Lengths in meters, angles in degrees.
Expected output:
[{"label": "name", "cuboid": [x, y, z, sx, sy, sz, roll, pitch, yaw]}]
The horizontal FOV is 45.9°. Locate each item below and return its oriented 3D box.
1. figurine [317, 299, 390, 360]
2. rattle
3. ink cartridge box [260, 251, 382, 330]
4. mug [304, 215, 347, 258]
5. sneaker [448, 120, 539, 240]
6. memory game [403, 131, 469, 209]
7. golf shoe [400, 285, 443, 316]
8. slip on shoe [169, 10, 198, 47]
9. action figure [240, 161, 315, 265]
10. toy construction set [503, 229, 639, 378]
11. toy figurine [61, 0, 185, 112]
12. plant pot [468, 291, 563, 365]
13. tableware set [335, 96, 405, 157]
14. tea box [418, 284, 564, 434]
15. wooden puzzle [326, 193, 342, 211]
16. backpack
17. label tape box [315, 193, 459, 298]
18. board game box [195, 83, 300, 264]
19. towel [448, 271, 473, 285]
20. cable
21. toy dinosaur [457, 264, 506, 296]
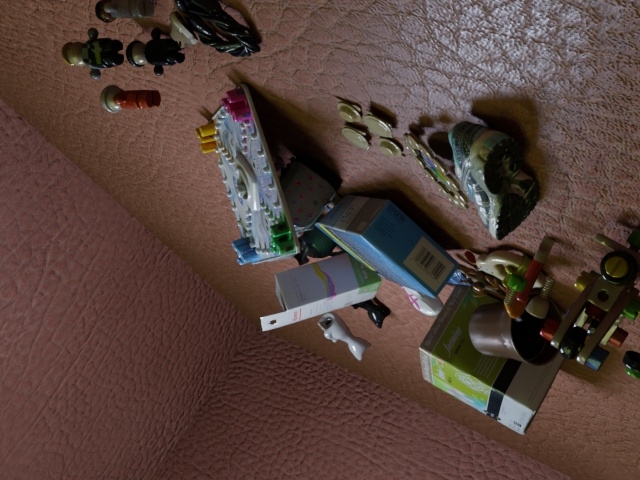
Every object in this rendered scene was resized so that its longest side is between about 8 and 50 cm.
[{"label": "figurine", "cuboid": [0.121, 0.272, 2.529, 0.209, 0.215, 0.092, 41, 165, -30]}, {"label": "rattle", "cuboid": [0.381, 0.096, 1.659, 0.200, 0.142, 0.130, 7, 169, 45]}, {"label": "ink cartridge box", "cuboid": [-0.017, 0.142, 2.175, 0.207, 0.353, 0.119, 100, 153, -72]}, {"label": "mug", "cuboid": [-0.007, -0.006, 2.161, 0.158, 0.097, 0.129, 16, 157, 48]}, {"label": "sneaker", "cuboid": [0.297, -0.111, 1.318, 0.122, 0.110, 0.283, 44, 171, 37]}, {"label": "memory game", "cuboid": [0.214, -0.128, 1.407, 0.186, 0.012, 0.186, 51, -179, -1]}, {"label": "golf shoe", "cuboid": [0.260, 0.133, 2.032, 0.186, 0.067, 0.086, 48, 176, 42]}, {"label": "slip on shoe", "cuboid": [-0.282, -0.418, 1.510, 0.051, 0.041, 0.135, 60, -176, -1]}, {"label": "action figure", "cuboid": [-0.163, -0.071, 2.039, 0.341, 0.178, 0.330, 50, 147, 10]}, {"label": "toy construction set", "cuboid": [0.494, 0.072, 1.358, 0.257, 0.237, 0.309, 9, -160, -36]}, {"label": "toy figurine", "cuboid": [-0.415, -0.395, 1.597, 0.148, 0.213, 0.209, 6, 153, 30]}, {"label": "plant pot", "cuboid": [0.446, 0.205, 1.758, 0.167, 0.167, 0.165, 39, 157, -20]}, {"label": "tableware set", "cuboid": [0.094, -0.217, 1.492, 0.141, 0.020, 0.168, 28, 164, 25]}, {"label": "tea box", "cuboid": [0.454, 0.317, 2.001, 0.323, 0.220, 0.329, 28, 163, 21]}, {"label": "wooden puzzle", "cuboid": [0.035, -0.099, 1.965, 0.078, 0.014, 0.116, 45, 161, -22]}, {"label": "backpack", "cuboid": [-0.050, -0.104, 1.805, 0.152, 0.182, 0.115, 36, 164, -6]}, {"label": "label tape box", "cuboid": [0.146, 0.001, 1.854, 0.249, 0.115, 0.348, 39, 174, -21]}, {"label": "board game box", "cuboid": [-0.188, -0.135, 1.816, 0.390, 0.050, 0.390, -15, 93, 69]}, {"label": "towel", "cuboid": [0.329, 0.086, 1.911, 0.067, 0.029, 0.119, 42, 162, -27]}, {"label": "cable", "cuboid": [-0.198, -0.403, 1.455, 0.184, 0.047, 0.150, 32, 164, 3]}, {"label": "toy dinosaur", "cuboid": [0.400, 0.103, 1.809, 0.211, 0.064, 0.112, 31, -165, -6]}]
